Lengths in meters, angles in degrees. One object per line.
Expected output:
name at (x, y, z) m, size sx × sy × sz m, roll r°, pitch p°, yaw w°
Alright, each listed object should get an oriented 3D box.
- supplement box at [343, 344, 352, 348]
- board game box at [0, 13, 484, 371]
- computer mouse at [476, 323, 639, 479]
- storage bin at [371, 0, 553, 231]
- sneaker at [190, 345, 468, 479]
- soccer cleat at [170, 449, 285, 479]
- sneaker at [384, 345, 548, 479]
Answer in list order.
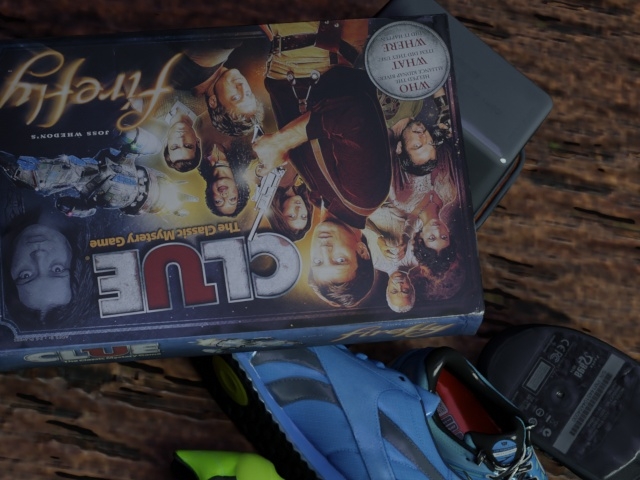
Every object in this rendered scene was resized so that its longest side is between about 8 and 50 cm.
supplement box at (0.000, 0.000, 1.074) m, size 0.083 × 0.056 × 0.083 m, roll 26°, pitch 65°, yaw -7°
board game box at (-0.048, -0.026, 0.998) m, size 0.243 × 0.042 × 0.165 m, roll -5°, pitch 73°, yaw -7°
computer mouse at (0.190, 0.124, 1.072) m, size 0.242 × 0.041 × 0.071 m, roll 35°, pitch 85°, yaw 12°
storage bin at (0.066, -0.080, 1.105) m, size 0.135 × 0.091 × 0.098 m, roll 40°, pitch 64°, yaw -1°
sneaker at (0.004, 0.083, 1.030) m, size 0.082 × 0.069 × 0.209 m, roll -36°, pitch 77°, yaw -21°
soccer cleat at (-0.060, 0.189, 0.991) m, size 0.072 × 0.060 × 0.178 m, roll 11°, pitch 61°, yaw -3°
sneaker at (0.090, 0.125, 1.047) m, size 0.063 × 0.073 × 0.162 m, roll -34°, pitch 84°, yaw -25°
